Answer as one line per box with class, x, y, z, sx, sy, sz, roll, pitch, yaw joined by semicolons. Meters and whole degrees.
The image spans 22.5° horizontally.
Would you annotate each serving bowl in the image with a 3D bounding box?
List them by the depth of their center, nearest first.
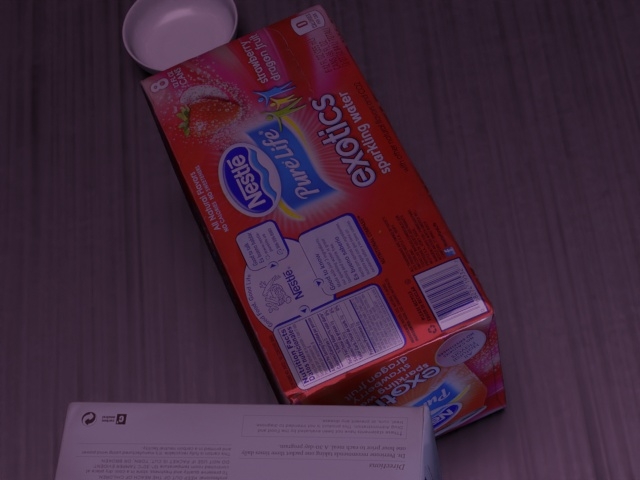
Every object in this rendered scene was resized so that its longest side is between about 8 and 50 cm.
serving bowl;-0.097;-0.145;1.139;0.083;0.027;0.083;-4;58;7

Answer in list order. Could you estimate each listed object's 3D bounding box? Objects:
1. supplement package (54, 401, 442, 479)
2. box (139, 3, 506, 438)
supplement package;-0.037;0.206;0.836;0.194;0.149;0.203;0;58;10
box;0.000;0.000;0.974;0.128;0.123;0.257;-24;57;-6
